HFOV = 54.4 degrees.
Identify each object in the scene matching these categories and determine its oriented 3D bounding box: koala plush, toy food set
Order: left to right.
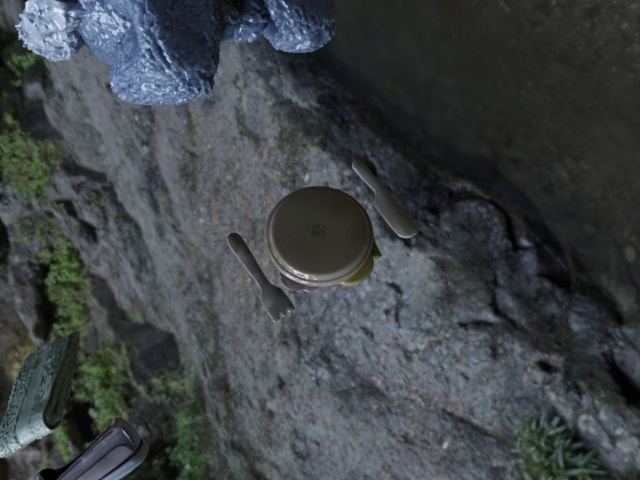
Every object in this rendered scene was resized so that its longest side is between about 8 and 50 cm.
[{"bbox_3d":[-0.139,-0.212,0.524,0.221,0.196,0.203,-6,112,52],"label":"koala plush"},{"bbox_3d":[0.000,0.000,0.706,0.132,0.192,0.038,55,166,19],"label":"toy food set"}]

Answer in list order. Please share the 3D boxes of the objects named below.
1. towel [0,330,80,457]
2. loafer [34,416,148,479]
[{"bbox_3d":[-0.355,0.189,0.783,0.027,0.110,0.148,43,-154,-36],"label":"towel"},{"bbox_3d":[-0.195,0.180,0.473,0.039,0.125,0.045,62,168,-14],"label":"loafer"}]
